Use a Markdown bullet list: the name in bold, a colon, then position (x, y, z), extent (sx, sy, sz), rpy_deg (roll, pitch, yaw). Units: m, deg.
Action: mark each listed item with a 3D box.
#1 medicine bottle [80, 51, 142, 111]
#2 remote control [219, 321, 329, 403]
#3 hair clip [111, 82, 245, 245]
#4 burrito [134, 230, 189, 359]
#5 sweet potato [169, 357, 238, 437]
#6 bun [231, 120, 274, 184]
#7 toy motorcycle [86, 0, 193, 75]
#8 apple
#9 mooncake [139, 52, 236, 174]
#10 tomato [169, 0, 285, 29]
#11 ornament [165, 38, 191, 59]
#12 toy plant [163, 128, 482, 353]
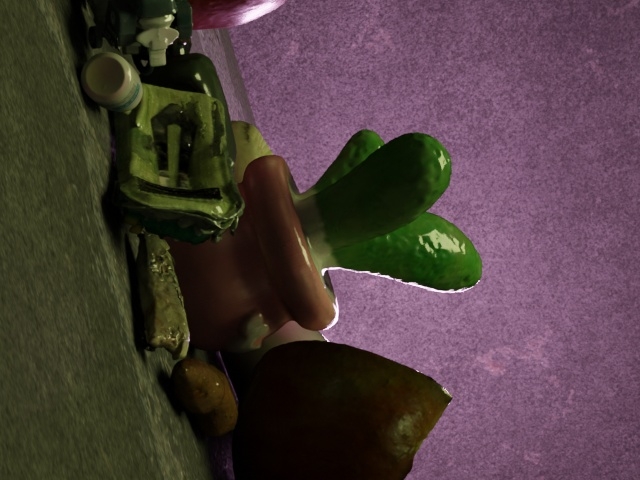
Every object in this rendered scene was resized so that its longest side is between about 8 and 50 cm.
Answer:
- **medicine bottle**: position (-0.210, -0.159, 1.645), extent (0.089, 0.052, 0.052), rpy_deg (49, 25, -84)
- **remote control**: position (-0.030, 0.208, 2.080), extent (0.221, 0.103, 0.332), rpy_deg (25, -36, 39)
- **hair clip**: position (-0.156, -0.068, 1.683), extent (0.321, 0.138, 0.091), rpy_deg (-102, -154, -61)
- **burrito**: position (-0.158, 0.054, 1.583), extent (0.051, 0.042, 0.171), rpy_deg (37, 19, -32)
- **sweet potato**: position (-0.122, 0.155, 1.674), extent (0.218, 0.051, 0.065), rpy_deg (69, 8, -66)
- **bun**: position (-0.116, -0.064, 2.334), extent (0.222, 0.127, 0.222), rpy_deg (62, 8, -15)
- **toy motorcycle**: position (-0.207, -0.274, 1.695), extent (0.221, 0.102, 0.150), rpy_deg (53, -39, 43)
- **apple**: position (0.001, 0.236, 1.836), extent (0.346, 0.179, 0.254), rpy_deg (-32, -108, 59)
- **mooncake**: position (-0.164, -0.139, 1.976), extent (0.168, 0.104, 0.175), rpy_deg (76, 1, -68)
- **tomato**: position (-0.157, -0.409, 1.923), extent (0.325, 0.293, 0.290), rpy_deg (-110, -164, -46)
- **ornament**: position (-0.190, -0.224, 2.147), extent (0.202, 0.080, 0.236), rpy_deg (78, -2, -71)
- **toy plant**: position (-0.004, 0.005, 1.878), extent (0.317, 0.356, 0.211), rpy_deg (68, 0, -58)
